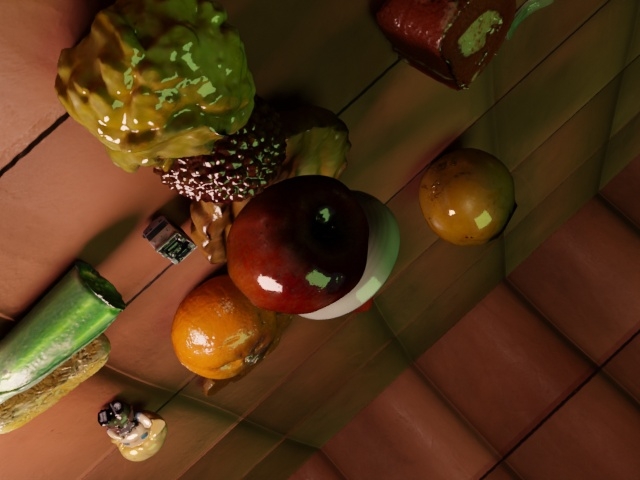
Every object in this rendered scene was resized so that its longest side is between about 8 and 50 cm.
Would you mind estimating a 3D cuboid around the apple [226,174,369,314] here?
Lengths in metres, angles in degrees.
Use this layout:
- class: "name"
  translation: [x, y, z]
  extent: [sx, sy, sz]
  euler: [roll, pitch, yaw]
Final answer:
- class: "apple"
  translation: [-0.039, 0.012, 1.373]
  extent: [0.234, 0.234, 0.234]
  euler: [-36, 157, -18]

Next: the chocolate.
- class: "chocolate"
  translation: [-0.442, 0.164, 1.371]
  extent: [0.291, 0.110, 0.110]
  euler: [-42, 158, 4]

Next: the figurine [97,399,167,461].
- class: "figurine"
  translation: [-0.398, 0.396, 1.862]
  extent: [0.114, 0.108, 0.196]
  euler: [-42, 153, -12]

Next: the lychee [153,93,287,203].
- class: "lychee"
  translation: [-0.138, -0.132, 1.244]
  extent: [0.188, 0.188, 0.188]
  euler: [-36, 157, -18]

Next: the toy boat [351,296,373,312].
- class: "toy boat"
  translation: [0.052, 0.104, 2.116]
  extent: [0.136, 0.079, 0.392]
  euler: [-40, 159, 3]

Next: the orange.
- class: "orange"
  translation: [-0.186, 0.172, 1.719]
  extent: [0.224, 0.170, 0.224]
  euler: [-38, 158, -19]

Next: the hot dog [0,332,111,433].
- class: "hot dog"
  translation: [-0.462, 0.234, 1.477]
  extent: [0.242, 0.084, 0.073]
  euler: [-37, 156, -18]

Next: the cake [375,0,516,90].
- class: "cake"
  translation: [0.215, -0.371, 1.461]
  extent: [0.177, 0.150, 0.283]
  euler: [-57, 157, 3]

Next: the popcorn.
- class: "popcorn"
  translation: [-0.188, -0.177, 1.049]
  extent: [0.233, 0.192, 0.266]
  euler: [-25, 154, -36]

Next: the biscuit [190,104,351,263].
- class: "biscuit"
  translation: [-0.090, -0.100, 1.482]
  extent: [0.325, 0.107, 0.326]
  euler: [-36, 160, -15]

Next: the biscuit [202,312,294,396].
- class: "biscuit"
  translation: [-0.178, 0.256, 2.056]
  extent: [0.290, 0.041, 0.208]
  euler: [-45, 157, 8]

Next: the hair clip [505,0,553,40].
- class: "hair clip"
  translation: [0.425, -0.466, 1.806]
  extent: [0.137, 0.022, 0.054]
  euler: [-42, 157, -2]

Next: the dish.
- class: "dish"
  translation: [0.000, 0.000, 1.666]
  extent: [0.273, 0.273, 0.134]
  euler: [-44, 133, 2]

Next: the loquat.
- class: "loquat"
  translation: [0.342, -0.101, 2.054]
  extent: [0.235, 0.235, 0.235]
  euler: [-36, 157, -18]

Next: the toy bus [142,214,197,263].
- class: "toy bus"
  translation: [-0.248, -0.003, 1.446]
  extent: [0.052, 0.058, 0.102]
  euler: [-43, 163, -1]
